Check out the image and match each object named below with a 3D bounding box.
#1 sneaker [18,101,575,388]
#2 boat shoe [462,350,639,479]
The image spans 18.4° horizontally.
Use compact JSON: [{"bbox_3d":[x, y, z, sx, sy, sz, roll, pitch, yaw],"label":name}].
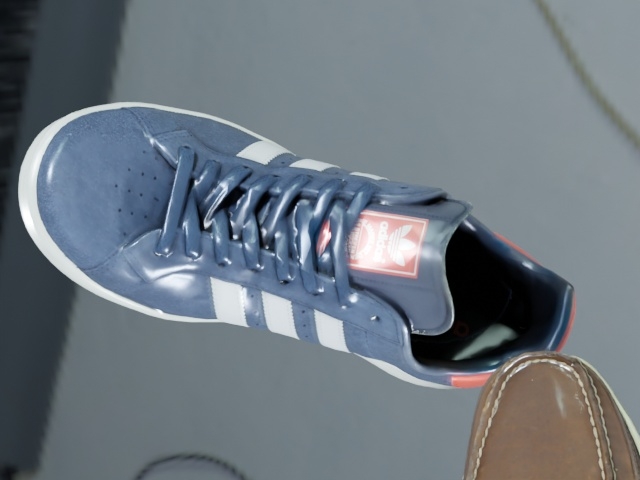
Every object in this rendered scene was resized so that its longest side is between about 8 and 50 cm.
[{"bbox_3d":[0.000,0.000,1.166,0.148,0.350,0.131,-7,70,60],"label":"sneaker"},{"bbox_3d":[0.098,0.155,0.839,0.095,0.095,0.257,-10,60,16],"label":"boat shoe"}]
